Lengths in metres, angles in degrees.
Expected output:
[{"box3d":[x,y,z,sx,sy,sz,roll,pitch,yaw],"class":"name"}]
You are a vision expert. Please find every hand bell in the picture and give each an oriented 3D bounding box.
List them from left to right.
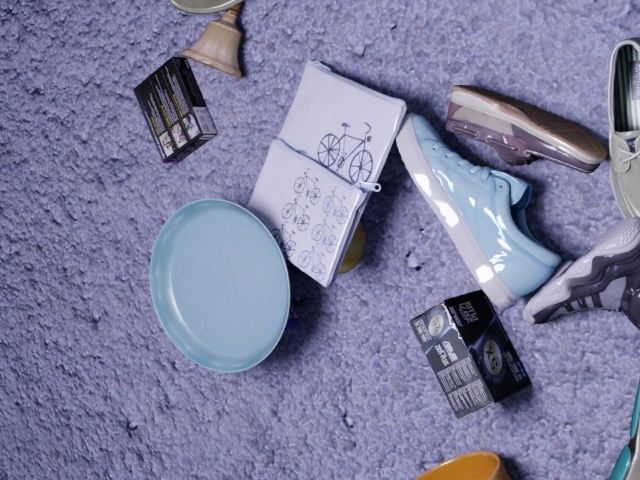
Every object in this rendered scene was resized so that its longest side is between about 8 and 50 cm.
[{"box3d":[-0.166,-0.445,1.849,0.126,0.126,0.242,24,95,31],"class":"hand bell"}]

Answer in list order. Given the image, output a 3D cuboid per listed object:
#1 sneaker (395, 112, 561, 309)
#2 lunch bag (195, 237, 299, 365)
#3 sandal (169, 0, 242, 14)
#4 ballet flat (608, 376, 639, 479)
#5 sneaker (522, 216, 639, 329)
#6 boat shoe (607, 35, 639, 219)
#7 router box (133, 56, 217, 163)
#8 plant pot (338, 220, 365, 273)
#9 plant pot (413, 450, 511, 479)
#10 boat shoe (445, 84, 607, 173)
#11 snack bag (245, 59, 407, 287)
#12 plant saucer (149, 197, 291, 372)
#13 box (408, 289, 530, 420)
[{"box3d":[0.260,-0.077,1.564,0.150,0.135,0.366,-35,75,17],"class":"sneaker"},{"box3d":[-0.214,0.117,1.920,0.293,0.138,0.220,-27,82,43],"class":"lunch bag"},{"box3d":[-0.139,-0.489,1.754,0.303,0.086,0.120,-7,91,11],"class":"sandal"},{"box3d":[0.495,0.315,1.464,0.086,0.086,0.248,21,106,32],"class":"ballet flat"},{"box3d":[0.430,0.090,1.465,0.153,0.101,0.268,46,136,4],"class":"sneaker"},{"box3d":[0.462,-0.149,1.422,0.109,0.094,0.302,-8,91,36],"class":"boat shoe"},{"box3d":[-0.298,-0.264,1.975,0.133,0.046,0.178,-30,78,34],"class":"router box"},{"box3d":[0.000,0.000,1.763,0.134,0.095,0.134,4,96,35],"class":"plant pot"},{"box3d":[0.246,0.482,1.593,0.205,0.205,0.188,-26,95,34],"class":"plant pot"},{"box3d":[0.315,-0.162,1.526,0.285,0.103,0.092,31,118,33],"class":"boat shoe"},{"box3d":[-0.004,-0.129,1.690,0.323,0.037,0.342,36,106,51],"class":"snack bag"},{"box3d":[-0.177,0.080,1.756,0.318,0.044,0.317,5,99,31],"class":"plant saucer"},{"box3d":[0.244,0.182,1.579,0.077,0.147,0.180,-34,75,33],"class":"box"}]
